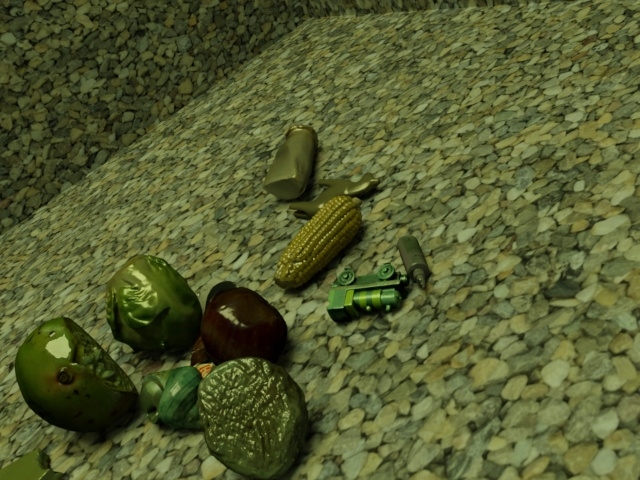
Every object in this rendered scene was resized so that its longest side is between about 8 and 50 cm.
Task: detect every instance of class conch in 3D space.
[{"bbox_3d":[-0.347,0.379,1.591,0.175,0.122,0.188,-53,33,-2],"label":"conch"}]

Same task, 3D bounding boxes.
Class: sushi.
[{"bbox_3d":[-0.309,0.284,1.758,0.052,0.055,0.120,-1,30,14],"label":"sushi"}]

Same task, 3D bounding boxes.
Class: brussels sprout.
[{"bbox_3d":[-0.469,0.188,1.837,0.259,0.294,0.227,-31,4,41],"label":"brussels sprout"}]

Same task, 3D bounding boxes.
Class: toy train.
[{"bbox_3d":[0.120,0.132,1.639,0.200,0.083,0.132,-10,46,26],"label":"toy train"}]

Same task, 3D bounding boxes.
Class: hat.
[{"bbox_3d":[-0.268,0.169,1.820,0.121,0.050,0.121,-25,41,24],"label":"hat"}]

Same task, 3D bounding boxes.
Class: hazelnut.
[{"bbox_3d":[-0.199,0.226,1.620,0.218,0.218,0.234,-34,32,-10],"label":"hazelnut"}]

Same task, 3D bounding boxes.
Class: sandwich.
[{"bbox_3d":[-0.764,0.606,1.638,0.245,0.063,0.212,5,41,41],"label":"sandwich"}]

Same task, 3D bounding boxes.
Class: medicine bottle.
[{"bbox_3d":[0.237,0.060,1.666,0.058,0.057,0.199,-22,31,9],"label":"medicine bottle"}]

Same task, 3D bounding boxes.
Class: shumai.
[{"bbox_3d":[-0.132,0.377,1.422,0.225,0.222,0.261,-45,71,-6],"label":"shumai"}]

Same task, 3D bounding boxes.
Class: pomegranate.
[{"bbox_3d":[-0.640,0.362,1.715,0.216,0.310,0.358,-46,2,-16],"label":"pomegranate"}]

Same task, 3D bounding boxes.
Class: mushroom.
[{"bbox_3d":[-0.095,-0.268,2.322,0.154,0.138,0.407,-45,17,30],"label":"mushroom"}]

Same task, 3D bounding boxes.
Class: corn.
[{"bbox_3d":[0.000,0.000,1.865,0.347,0.130,0.130,-47,36,-22],"label":"corn"}]

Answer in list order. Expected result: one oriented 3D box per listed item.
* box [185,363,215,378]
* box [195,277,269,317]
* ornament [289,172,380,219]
[{"bbox_3d":[-0.322,0.345,1.717,0.093,0.015,0.058,-6,36,32],"label":"box"},{"bbox_3d":[-0.271,0.186,1.884,0.142,0.044,0.285,-46,36,-23],"label":"box"},{"bbox_3d":[0.053,-0.146,2.098,0.245,0.061,0.230,10,46,49],"label":"ornament"}]
